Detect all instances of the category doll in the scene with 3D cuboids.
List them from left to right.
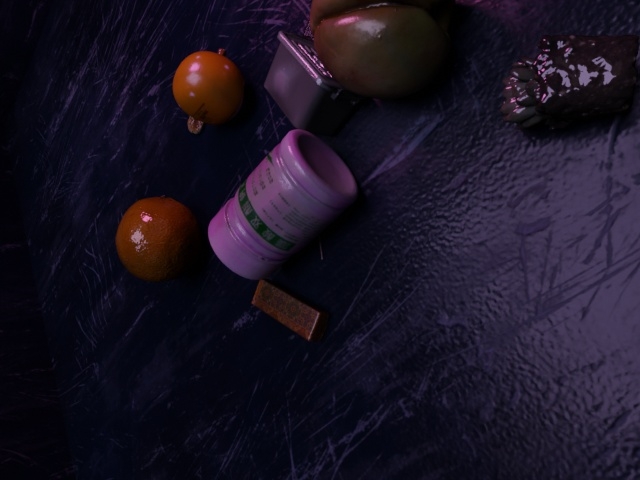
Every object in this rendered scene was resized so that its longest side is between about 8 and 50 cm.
[{"bbox_3d":[-0.314,-0.463,1.235,0.213,0.213,0.236,-6,69,38],"label":"doll"}]

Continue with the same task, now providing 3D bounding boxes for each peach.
[{"bbox_3d":[0.120,-0.428,0.848,0.292,0.247,0.293,17,118,35],"label":"peach"}]

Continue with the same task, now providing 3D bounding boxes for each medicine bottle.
[{"bbox_3d":[-0.092,-0.076,1.006,0.325,0.211,0.212,-40,63,29],"label":"medicine bottle"}]

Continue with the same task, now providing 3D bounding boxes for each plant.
[{"bbox_3d":[0.387,-0.252,0.685,0.194,0.132,0.129,1,84,35],"label":"plant"}]

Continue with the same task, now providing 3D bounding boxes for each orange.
[{"bbox_3d":[-0.492,-0.008,1.314,0.264,0.264,0.265,-4,84,39],"label":"orange"}]

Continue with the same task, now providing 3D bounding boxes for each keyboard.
[{"bbox_3d":[0.028,-0.517,1.075,0.198,0.010,0.064,30,103,37],"label":"keyboard"}]

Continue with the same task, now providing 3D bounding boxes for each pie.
[{"bbox_3d":[-0.409,-0.390,1.411,0.084,0.019,0.085,-4,84,38],"label":"pie"}]

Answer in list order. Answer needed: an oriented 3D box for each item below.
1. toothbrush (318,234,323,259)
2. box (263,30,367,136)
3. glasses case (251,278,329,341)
[{"bbox_3d":[0.000,0.000,1.056,0.008,0.006,0.097,-14,78,35],"label":"toothbrush"},{"bbox_3d":[-0.023,-0.363,1.016,0.243,0.163,0.135,55,127,27],"label":"box"},{"bbox_3d":[-0.079,0.171,1.078,0.218,0.049,0.075,24,95,38],"label":"glasses case"}]
